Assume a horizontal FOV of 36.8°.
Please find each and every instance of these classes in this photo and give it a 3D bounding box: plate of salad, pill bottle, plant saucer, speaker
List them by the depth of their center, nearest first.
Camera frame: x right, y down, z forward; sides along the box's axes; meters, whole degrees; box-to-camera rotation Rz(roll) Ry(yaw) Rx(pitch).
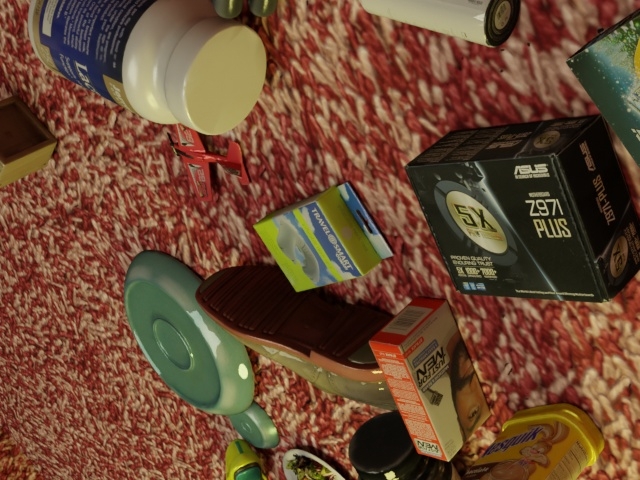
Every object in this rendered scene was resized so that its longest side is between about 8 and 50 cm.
[{"bbox_3d":[0.100,-0.209,0.833,0.136,0.055,0.055,25,139,36],"label":"speaker"},{"bbox_3d":[-0.197,-0.222,1.094,0.265,0.153,0.153,28,140,33],"label":"pill bottle"},{"bbox_3d":[0.122,0.324,1.232,0.123,0.123,0.219,9,139,46],"label":"pill bottle"},{"bbox_3d":[0.004,0.428,1.578,0.200,0.048,0.200,32,143,28],"label":"plate of salad"},{"bbox_3d":[-0.232,0.165,1.598,0.317,0.044,0.317,32,140,32],"label":"plant saucer"},{"bbox_3d":[-0.121,0.313,1.644,0.119,0.021,0.119,32,143,28],"label":"plant saucer"}]

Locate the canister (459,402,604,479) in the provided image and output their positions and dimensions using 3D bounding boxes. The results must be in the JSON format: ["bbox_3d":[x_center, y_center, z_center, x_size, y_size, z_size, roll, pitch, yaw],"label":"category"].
[{"bbox_3d":[0.213,0.260,1.044,0.073,0.170,0.126,54,147,-4],"label":"canister"}]

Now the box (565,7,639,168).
[{"bbox_3d":[0.310,-0.081,0.709,0.233,0.044,0.159,54,147,-4],"label":"box"}]

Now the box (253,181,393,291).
[{"bbox_3d":[0.000,0.000,1.172,0.109,0.042,0.178,57,148,-9],"label":"box"}]

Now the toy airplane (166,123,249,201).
[{"bbox_3d":[-0.147,-0.111,1.256,0.151,0.028,0.151,32,144,27],"label":"toy airplane"}]

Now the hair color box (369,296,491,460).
[{"bbox_3d":[0.130,0.161,1.121,0.053,0.093,0.167,5,126,48],"label":"hair color box"}]

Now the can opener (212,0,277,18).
[{"bbox_3d":[-0.063,-0.344,0.909,0.283,0.076,0.095,107,151,-53],"label":"can opener"}]

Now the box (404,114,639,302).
[{"bbox_3d":[0.187,-0.027,0.883,0.180,0.077,0.147,1,122,50],"label":"box"}]

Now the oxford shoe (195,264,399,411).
[{"bbox_3d":[-0.030,0.135,1.271,0.348,0.123,0.130,23,143,38],"label":"oxford shoe"}]

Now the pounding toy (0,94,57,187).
[{"bbox_3d":[-0.526,-0.168,1.590,0.141,0.130,0.100,47,135,7],"label":"pounding toy"}]

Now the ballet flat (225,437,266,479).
[{"bbox_3d":[-0.139,0.427,1.738,0.077,0.077,0.231,58,160,32],"label":"ballet flat"}]
